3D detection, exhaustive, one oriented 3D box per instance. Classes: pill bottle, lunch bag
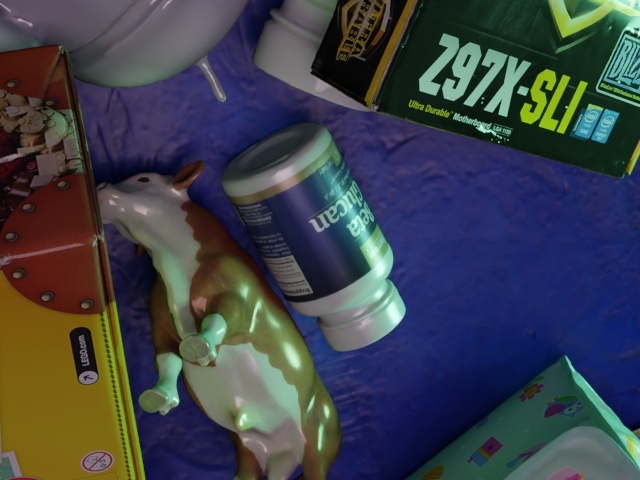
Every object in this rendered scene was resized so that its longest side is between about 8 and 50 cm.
[{"bbox_3d":[0.000,0.000,1.399,0.094,0.094,0.169,-29,110,-1],"label":"pill bottle"},{"bbox_3d":[0.037,-0.220,1.319,0.131,0.131,0.229,20,102,-16],"label":"pill bottle"},{"bbox_3d":[0.176,0.243,1.413,0.223,0.262,0.160,-38,108,8],"label":"lunch bag"}]

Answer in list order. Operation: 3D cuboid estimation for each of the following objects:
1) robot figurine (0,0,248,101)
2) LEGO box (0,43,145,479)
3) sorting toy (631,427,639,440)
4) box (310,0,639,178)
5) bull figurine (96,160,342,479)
[{"bbox_3d":[-0.181,-0.240,1.222,0.353,0.199,0.300,35,66,-28],"label":"robot figurine"},{"bbox_3d":[-0.315,0.143,1.231,0.372,0.193,0.500,-10,134,-8],"label":"LEGO box"},{"bbox_3d":[0.287,0.201,1.558,0.062,0.012,0.083,-26,110,1],"label":"sorting toy"},{"bbox_3d":[0.166,-0.195,1.300,0.322,0.079,0.257,11,109,-47],"label":"box"},{"bbox_3d":[-0.075,0.087,1.375,0.101,0.188,0.310,-24,117,22],"label":"bull figurine"}]
